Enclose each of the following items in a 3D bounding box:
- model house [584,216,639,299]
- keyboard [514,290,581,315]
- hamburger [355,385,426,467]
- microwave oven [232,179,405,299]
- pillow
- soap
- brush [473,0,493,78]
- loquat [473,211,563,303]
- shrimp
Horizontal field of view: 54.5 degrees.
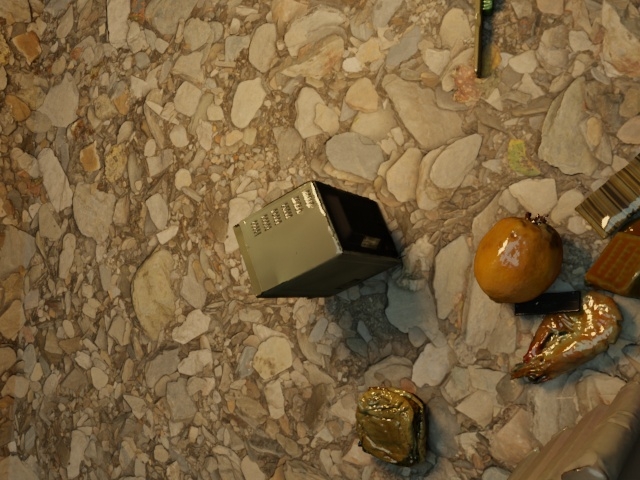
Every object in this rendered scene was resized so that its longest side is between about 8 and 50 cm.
[{"bbox_3d":[0.665,0.021,1.254,0.173,0.239,0.268,36,104,28],"label":"model house"},{"bbox_3d":[0.521,0.146,1.431,0.155,0.010,0.053,-9,58,41],"label":"keyboard"},{"bbox_3d":[0.186,0.464,1.569,0.183,0.130,0.206,7,108,31],"label":"hamburger"},{"bbox_3d":[0.000,0.000,1.567,0.286,0.355,0.218,-29,72,25],"label":"microwave oven"},{"bbox_3d":[0.671,-0.102,1.365,0.203,0.038,0.113,-45,44,21],"label":"pillow"},{"bbox_3d":[0.506,0.483,1.162,0.213,0.435,0.350,52,121,19],"label":"soap"},{"bbox_3d":[0.408,-0.552,1.558,0.048,0.054,0.282,3,87,17],"label":"brush"},{"bbox_3d":[0.449,0.041,1.403,0.176,0.187,0.234,40,114,34],"label":"loquat"},{"bbox_3d":[0.543,0.227,1.413,0.294,0.062,0.154,-43,55,17],"label":"shrimp"}]
